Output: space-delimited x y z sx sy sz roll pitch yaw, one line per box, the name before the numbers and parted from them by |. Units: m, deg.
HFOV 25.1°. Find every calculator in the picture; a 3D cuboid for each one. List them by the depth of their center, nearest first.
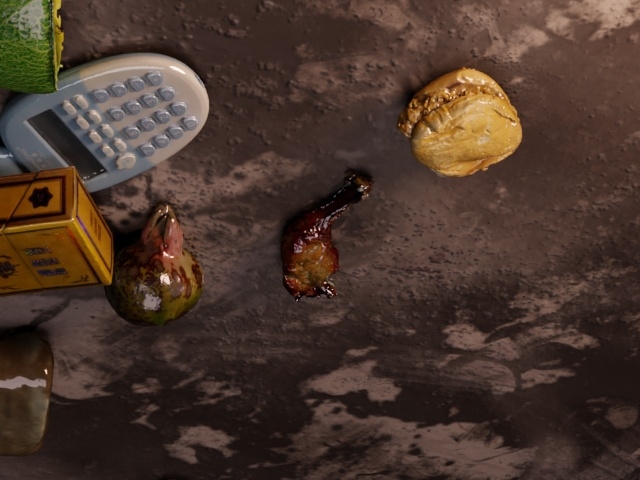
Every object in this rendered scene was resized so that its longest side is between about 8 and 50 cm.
calculator | -0.282 -0.138 1.772 0.302 0.042 0.188 -20 140 15

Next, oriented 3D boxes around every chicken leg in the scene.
chicken leg | 0.000 0.000 1.984 0.106 0.051 0.253 1 139 -21

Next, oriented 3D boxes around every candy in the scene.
candy | -0.452 0.233 2.146 0.104 0.102 0.234 3 137 -13

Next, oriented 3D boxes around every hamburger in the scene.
hamburger | 0.176 -0.145 1.814 0.138 0.083 0.147 -31 137 20

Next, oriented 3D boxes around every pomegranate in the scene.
pomegranate | -0.216 0.043 1.937 0.138 0.125 0.163 -9 144 -45

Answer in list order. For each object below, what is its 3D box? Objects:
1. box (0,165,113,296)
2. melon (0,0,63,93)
box | -0.434 0.000 1.839 0.301 0.084 0.193 -7 154 4
melon | -0.367 -0.246 1.565 0.169 0.129 0.265 1 141 -7
